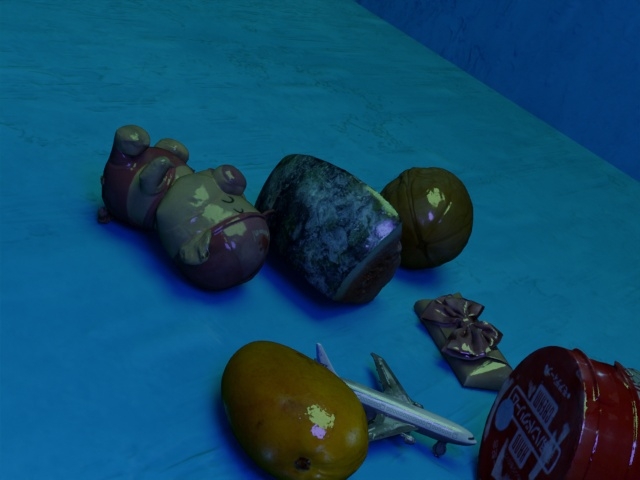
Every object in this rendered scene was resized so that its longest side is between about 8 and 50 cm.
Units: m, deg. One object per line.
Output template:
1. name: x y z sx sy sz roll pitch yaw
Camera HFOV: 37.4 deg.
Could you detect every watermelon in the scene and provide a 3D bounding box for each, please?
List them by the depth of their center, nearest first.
1. watermelon: 0.000 0.000 1.392 0.226 0.148 0.318 47 -13 -30

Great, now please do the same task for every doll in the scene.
1. doll: -0.171 -0.045 1.275 0.256 0.152 0.196 40 41 17

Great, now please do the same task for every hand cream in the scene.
1. hand cream: 0.294 0.244 1.076 0.149 0.230 0.230 24 25 -13

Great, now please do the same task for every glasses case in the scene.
1. glasses case: 0.205 0.131 1.388 0.103 0.070 0.193 11 29 -27

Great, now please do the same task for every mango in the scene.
1. mango: -0.034 0.173 1.024 0.141 0.102 0.217 -16 31 -19

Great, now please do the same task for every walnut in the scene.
1. walnut: 0.170 -0.039 1.573 0.167 0.167 0.207 24 25 -6

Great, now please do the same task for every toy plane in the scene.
1. toy plane: 0.080 0.202 1.146 0.226 0.058 0.226 31 24 1
